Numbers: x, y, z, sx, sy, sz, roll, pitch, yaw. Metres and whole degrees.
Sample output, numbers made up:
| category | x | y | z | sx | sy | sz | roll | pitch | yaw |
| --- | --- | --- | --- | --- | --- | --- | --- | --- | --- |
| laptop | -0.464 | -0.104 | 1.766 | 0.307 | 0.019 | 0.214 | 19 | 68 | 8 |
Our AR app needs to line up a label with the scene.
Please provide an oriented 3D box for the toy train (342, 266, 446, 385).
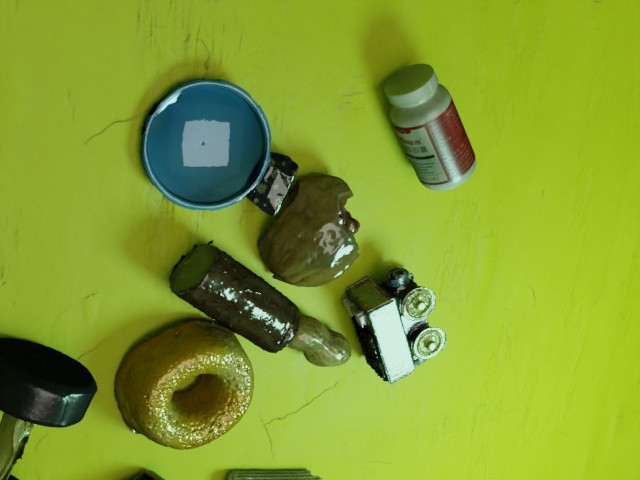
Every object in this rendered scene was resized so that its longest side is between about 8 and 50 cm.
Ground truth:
| category | x | y | z | sx | sy | sz | roll | pitch | yaw |
| --- | --- | --- | --- | --- | --- | --- | --- | --- | --- |
| toy train | 0.164 | 0.180 | 2.032 | 0.177 | 0.134 | 0.260 | -27 | 122 | -12 |

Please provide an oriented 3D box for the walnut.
| category | x | y | z | sx | sy | sz | roll | pitch | yaw |
| --- | --- | --- | --- | --- | --- | --- | --- | --- | --- |
| walnut | -0.010 | -0.001 | 1.833 | 0.204 | 0.141 | 0.238 | -18 | 116 | -21 |

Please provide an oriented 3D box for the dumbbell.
| category | x | y | z | sx | sy | sz | roll | pitch | yaw |
| --- | --- | --- | --- | --- | --- | --- | --- | --- | --- |
| dumbbell | -0.539 | 0.349 | 1.586 | 0.204 | 0.204 | 0.322 | 23 | 96 | -38 |

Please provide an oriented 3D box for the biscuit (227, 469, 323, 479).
| category | x | y | z | sx | sy | sz | roll | pitch | yaw |
| --- | --- | --- | --- | --- | --- | --- | --- | --- | --- |
| biscuit | -0.110 | 0.565 | 2.053 | 0.239 | 0.062 | 0.108 | 10 | 105 | -35 |

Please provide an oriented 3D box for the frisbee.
| category | x | y | z | sx | sy | sz | roll | pitch | yaw |
| --- | --- | --- | --- | --- | --- | --- | --- | --- | --- |
| frisbee | -0.207 | -0.173 | 1.678 | 0.242 | 0.045 | 0.242 | -6 | 107 | -19 |

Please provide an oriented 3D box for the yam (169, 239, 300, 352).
| category | x | y | z | sx | sy | sz | roll | pitch | yaw |
| --- | --- | --- | --- | --- | --- | --- | --- | --- | --- |
| yam | -0.157 | 0.111 | 1.792 | 0.280 | 0.131 | 0.131 | 38 | 87 | -39 |

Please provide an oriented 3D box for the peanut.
| category | x | y | z | sx | sy | sz | roll | pitch | yaw |
| --- | --- | --- | --- | --- | --- | --- | --- | --- | --- |
| peanut | -0.014 | 0.213 | 1.958 | 0.193 | 0.089 | 0.089 | 35 | 88 | -34 |

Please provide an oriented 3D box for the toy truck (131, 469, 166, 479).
| category | x | y | z | sx | sy | sz | roll | pitch | yaw |
| --- | --- | --- | --- | --- | --- | --- | --- | --- | --- |
| toy truck | -0.321 | 0.582 | 1.896 | 0.140 | 0.108 | 0.256 | -36 | 128 | -32 |

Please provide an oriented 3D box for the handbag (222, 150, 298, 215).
| category | x | y | z | sx | sy | sz | roll | pitch | yaw |
| --- | --- | --- | --- | --- | --- | --- | --- | --- | --- |
| handbag | -0.123 | -0.123 | 1.751 | 0.139 | 0.072 | 0.115 | 23 | 100 | -25 |

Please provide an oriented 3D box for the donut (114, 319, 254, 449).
| category | x | y | z | sx | sy | sz | roll | pitch | yaw |
| --- | --- | --- | --- | --- | --- | --- | --- | --- | --- |
| donut | -0.252 | 0.288 | 1.810 | 0.278 | 0.108 | 0.277 | -13 | 116 | -29 |

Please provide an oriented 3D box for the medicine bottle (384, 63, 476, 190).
| category | x | y | z | sx | sy | sz | roll | pitch | yaw |
| --- | --- | --- | --- | --- | --- | --- | --- | --- | --- |
| medicine bottle | 0.223 | -0.228 | 1.894 | 0.131 | 0.131 | 0.250 | -40 | 126 | -13 |
